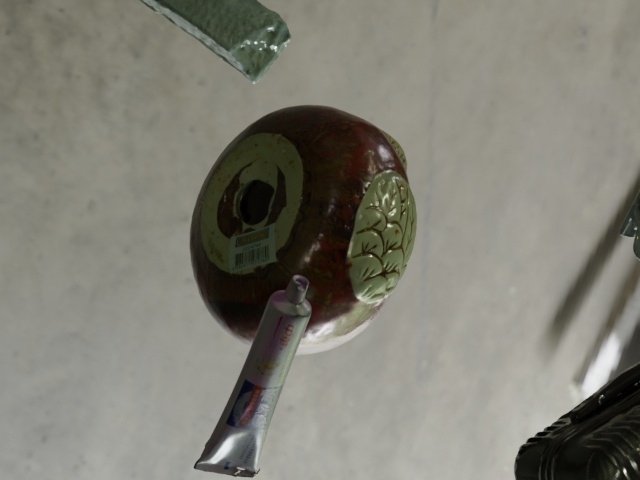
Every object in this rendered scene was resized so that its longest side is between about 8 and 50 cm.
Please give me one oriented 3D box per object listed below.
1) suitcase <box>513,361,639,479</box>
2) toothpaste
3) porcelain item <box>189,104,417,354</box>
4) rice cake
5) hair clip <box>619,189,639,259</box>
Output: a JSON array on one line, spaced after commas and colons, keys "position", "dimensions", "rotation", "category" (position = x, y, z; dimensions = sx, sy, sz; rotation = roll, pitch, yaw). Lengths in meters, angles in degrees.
[{"position": [0.268, 0.217, 0.901], "dimensions": [0.202, 0.128, 0.312], "rotation": [-27, 93, -22], "category": "suitcase"}, {"position": [-0.039, 0.093, 0.958], "dimensions": [0.045, 0.028, 0.170], "rotation": [10, 122, -20], "category": "toothpaste"}, {"position": [0.000, 0.000, 1.426], "dimensions": [0.253, 0.253, 0.253], "rotation": [-26, 125, -45], "category": "porcelain item"}, {"position": [-0.088, -0.134, 0.717], "dimensions": [0.033, 0.171, 0.029], "rotation": [-54, 165, -7], "category": "rice cake"}, {"position": [0.221, -0.036, 0.940], "dimensions": [0.039, 0.030, 0.115], "rotation": [-96, -173, -48], "category": "hair clip"}]
